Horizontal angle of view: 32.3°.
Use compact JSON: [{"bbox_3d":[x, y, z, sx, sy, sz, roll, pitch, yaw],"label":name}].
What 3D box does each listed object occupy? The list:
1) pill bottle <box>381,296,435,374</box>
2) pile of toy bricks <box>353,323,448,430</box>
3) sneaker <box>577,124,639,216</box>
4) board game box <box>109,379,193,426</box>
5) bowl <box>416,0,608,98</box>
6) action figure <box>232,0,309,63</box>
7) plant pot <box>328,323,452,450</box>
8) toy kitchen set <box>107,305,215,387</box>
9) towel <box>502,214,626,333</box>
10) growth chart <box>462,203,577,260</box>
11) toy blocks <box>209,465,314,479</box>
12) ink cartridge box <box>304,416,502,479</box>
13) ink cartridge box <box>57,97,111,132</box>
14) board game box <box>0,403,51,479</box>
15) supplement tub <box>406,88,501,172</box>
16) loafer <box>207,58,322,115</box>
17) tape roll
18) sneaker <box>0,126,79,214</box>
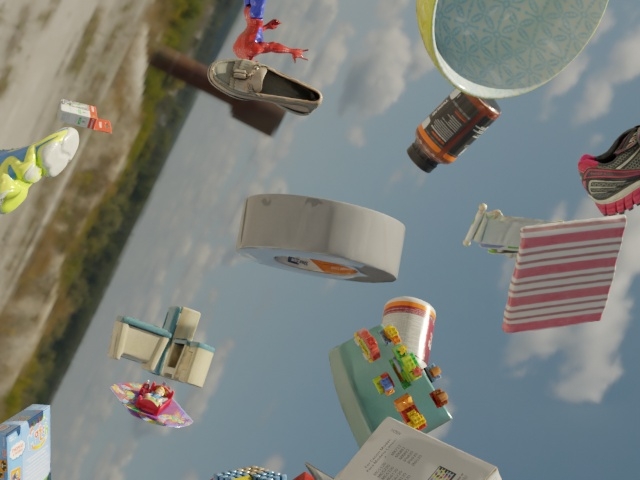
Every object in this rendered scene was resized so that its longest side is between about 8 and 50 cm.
[{"bbox_3d":[0.185,0.247,2.474,0.121,0.121,0.221,130,-23,-56],"label":"pill bottle"},{"bbox_3d":[0.157,0.236,2.004,0.118,0.212,0.105,-29,173,-15],"label":"pile of toy bricks"},{"bbox_3d":[0.580,-0.161,1.866,0.299,0.112,0.121,-35,-170,13],"label":"sneaker"},{"bbox_3d":[-0.311,0.291,2.056,0.168,0.133,0.033,35,-74,50],"label":"board game box"},{"bbox_3d":[0.240,-0.357,1.520,0.289,0.289,0.156,-60,-142,20],"label":"bowl"},{"bbox_3d":[-0.094,-0.442,2.104,0.091,0.139,0.280,21,-74,57],"label":"action figure"},{"bbox_3d":[0.121,0.302,2.251,0.165,0.234,0.165,-27,175,-16],"label":"plant pot"},{"bbox_3d":[-0.266,0.148,1.768,0.207,0.166,0.122,-5,-115,65],"label":"toy kitchen set"},{"bbox_3d":[0.322,0.045,1.479,0.029,0.144,0.197,-107,-166,-47],"label":"towel"},{"bbox_3d":[0.413,-0.008,2.281,0.172,0.237,0.021,114,-19,-56],"label":"growth chart"},{"bbox_3d":[-0.127,0.537,2.029,0.381,0.190,0.261,2,-87,46],"label":"toy blocks"},{"bbox_3d":[0.155,0.412,1.573,0.271,0.309,0.130,19,-126,45],"label":"ink cartridge box"},{"bbox_3d":[-0.493,-0.262,2.320,0.063,0.115,0.029,-114,-139,-56],"label":"ink cartridge box"},{"bbox_3d":[-0.493,0.394,1.822,0.160,0.039,0.212,-34,127,-76],"label":"board game box"},{"bbox_3d":[0.267,-0.229,2.260,0.198,0.106,0.106,-45,-164,22],"label":"supplement tub"},{"bbox_3d":[-0.057,-0.168,1.178,0.039,0.125,0.045,163,-59,-69],"label":"loafer"},{"bbox_3d":[0.000,0.000,1.465,0.219,0.219,0.072,152,-50,-75],"label":"tape roll"},{"bbox_3d":[-0.578,-0.158,2.115,0.240,0.126,0.091,-48,161,-36],"label":"sneaker"}]
